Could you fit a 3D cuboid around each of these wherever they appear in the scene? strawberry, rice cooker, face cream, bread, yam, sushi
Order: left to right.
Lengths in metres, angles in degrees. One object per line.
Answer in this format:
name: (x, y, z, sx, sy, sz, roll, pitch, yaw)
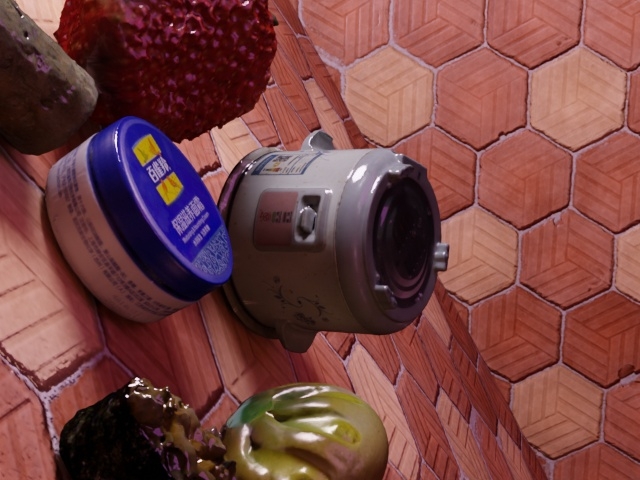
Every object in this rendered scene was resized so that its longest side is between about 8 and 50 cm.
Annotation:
yam: (-0.310, -0.174, 1.046, 0.194, 0.107, 0.107, 47, 20, -45)
face cream: (-0.193, -0.018, 1.164, 0.206, 0.111, 0.206, 55, 15, -22)
strawberry: (-0.200, -0.260, 1.318, 0.351, 0.267, 0.312, -58, 151, -56)
sushi: (-0.124, 0.220, 0.948, 0.213, 0.115, 0.147, 61, 8, 4)
bread: (-0.008, 0.237, 1.251, 0.158, 0.156, 0.261, 61, 13, -14)
rice cooker: (0.000, 0.000, 1.480, 0.264, 0.316, 0.317, 17, 46, -55)
